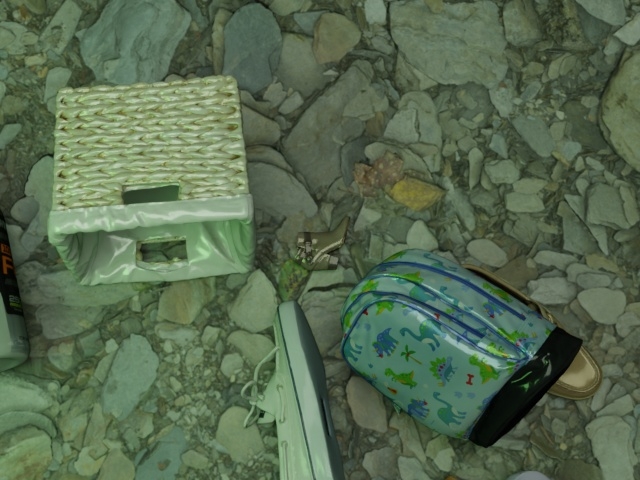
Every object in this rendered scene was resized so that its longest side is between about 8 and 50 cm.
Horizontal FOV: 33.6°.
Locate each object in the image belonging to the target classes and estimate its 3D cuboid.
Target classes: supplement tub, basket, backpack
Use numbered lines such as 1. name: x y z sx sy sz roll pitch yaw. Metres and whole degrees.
1. supplement tub: -0.628 0.063 1.809 0.207 0.207 0.337 -13 78 -7
2. basket: -0.283 -0.094 1.811 0.328 0.331 0.266 -5 74 -6
3. backpack: 0.207 0.174 1.806 0.273 0.290 0.355 -27 67 -41

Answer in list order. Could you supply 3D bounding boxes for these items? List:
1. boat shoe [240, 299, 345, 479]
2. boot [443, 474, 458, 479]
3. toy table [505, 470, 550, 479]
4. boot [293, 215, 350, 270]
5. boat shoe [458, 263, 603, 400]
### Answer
1. boat shoe: -0.067 0.287 1.832 0.157 0.136 0.367 -17 68 10
2. boot: 0.154 0.477 1.813 0.283 0.109 0.220 39 69 17
3. toy table: 0.389 0.526 1.754 0.252 0.161 0.274 -7 85 -30
4. boot: 0.000 0.000 1.954 0.087 0.042 0.118 16 75 2
5. boat shoe: 0.364 0.166 1.900 0.341 0.110 0.121 35 76 5
